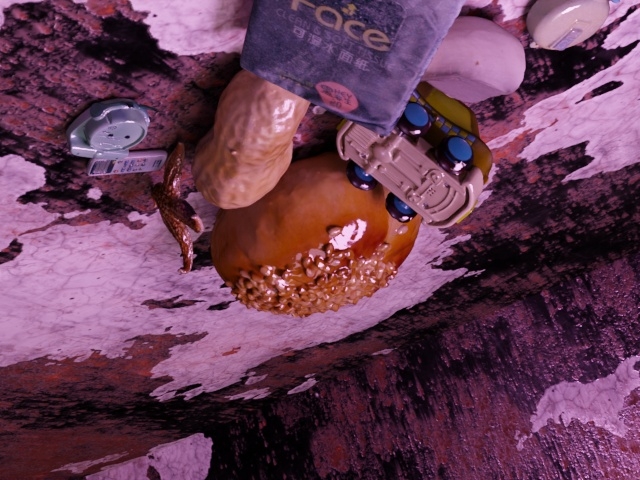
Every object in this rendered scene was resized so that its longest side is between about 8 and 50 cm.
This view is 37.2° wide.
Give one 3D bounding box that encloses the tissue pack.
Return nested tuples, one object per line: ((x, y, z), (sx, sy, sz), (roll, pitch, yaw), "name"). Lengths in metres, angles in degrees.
((0.037, -0.276, 1.132), (0.228, 0.103, 0.315), (25, 152, -1), "tissue pack")

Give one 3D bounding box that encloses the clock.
((-0.290, -0.164, 1.351), (0.101, 0.041, 0.135), (3, 151, -46), "clock")

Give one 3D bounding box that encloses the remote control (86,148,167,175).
((-0.302, -0.122, 1.485), (0.125, 0.017, 0.053), (-7, 158, -31), "remote control")

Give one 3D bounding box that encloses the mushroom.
((0.159, -0.264, 1.381), (0.329, 0.122, 0.159), (1, 142, -42), "mushroom")

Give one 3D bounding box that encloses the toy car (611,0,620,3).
((0.386, -0.397, 1.255), (0.126, 0.098, 0.161), (-32, 151, 31), "toy car")

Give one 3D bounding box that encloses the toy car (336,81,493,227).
((0.171, -0.164, 1.544), (0.198, 0.248, 0.204), (-53, -177, -36), "toy car")

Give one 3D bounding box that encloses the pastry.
((0.000, 0.000, 1.749), (0.410, 0.245, 0.409), (-17, 162, -6), "pastry")

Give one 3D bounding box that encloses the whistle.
((0.404, -0.364, 1.419), (0.126, 0.067, 0.258), (-2, 152, -36), "whistle")

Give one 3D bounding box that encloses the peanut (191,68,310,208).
((-0.102, -0.157, 1.414), (0.149, 0.149, 0.313), (-10, 154, -24), "peanut")

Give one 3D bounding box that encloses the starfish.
((-0.239, -0.059, 1.539), (0.057, 0.213, 0.238), (-19, 126, -24), "starfish")
